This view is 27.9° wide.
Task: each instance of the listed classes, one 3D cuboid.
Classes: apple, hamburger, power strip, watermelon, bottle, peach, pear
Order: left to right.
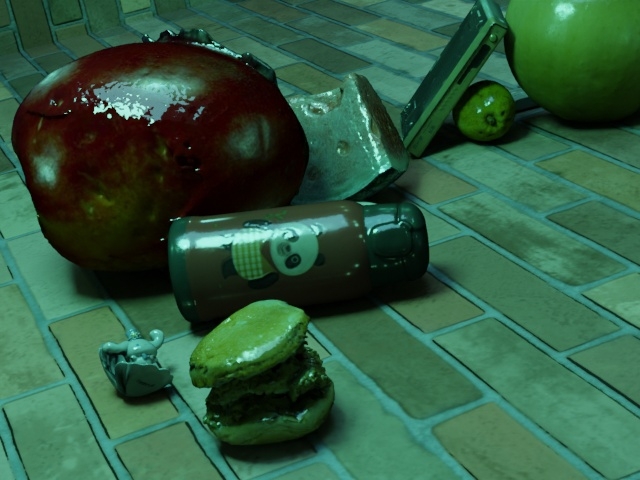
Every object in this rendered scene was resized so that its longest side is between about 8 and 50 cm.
[{"bbox_3d":[-0.228,-0.117,1.897,0.417,0.339,0.353,-15,36,-13],"label":"peach"},{"bbox_3d":[-0.069,0.154,1.428,0.159,0.131,0.185,-32,22,-24],"label":"hamburger"},{"bbox_3d":[-0.024,0.018,1.708,0.336,0.144,0.144,-9,22,4],"label":"bottle"},{"bbox_3d":[0.005,-0.161,2.055,0.318,0.226,0.148,16,5,28],"label":"watermelon"},{"bbox_3d":[0.278,-0.220,2.191,0.107,0.107,0.131,-10,15,3],"label":"pear"},{"bbox_3d":[0.445,-0.277,2.353,0.253,0.027,0.060,-15,22,-10],"label":"power strip"},{"bbox_3d":[0.464,-0.325,2.144,0.295,0.257,0.233,-3,29,-12],"label":"apple"}]

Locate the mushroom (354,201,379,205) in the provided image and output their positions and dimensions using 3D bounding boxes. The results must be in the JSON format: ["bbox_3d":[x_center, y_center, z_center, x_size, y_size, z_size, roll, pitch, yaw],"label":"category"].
[{"bbox_3d":[-0.002,-0.004,1.820,0.223,0.092,0.081,-6,10,9],"label":"mushroom"}]

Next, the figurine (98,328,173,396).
[{"bbox_3d":[-0.228,0.144,1.572,0.082,0.094,0.086,-40,44,27],"label":"figurine"}]

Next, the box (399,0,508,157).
[{"bbox_3d":[0.223,-0.287,2.221,0.045,0.270,0.211,30,22,-11],"label":"box"}]
